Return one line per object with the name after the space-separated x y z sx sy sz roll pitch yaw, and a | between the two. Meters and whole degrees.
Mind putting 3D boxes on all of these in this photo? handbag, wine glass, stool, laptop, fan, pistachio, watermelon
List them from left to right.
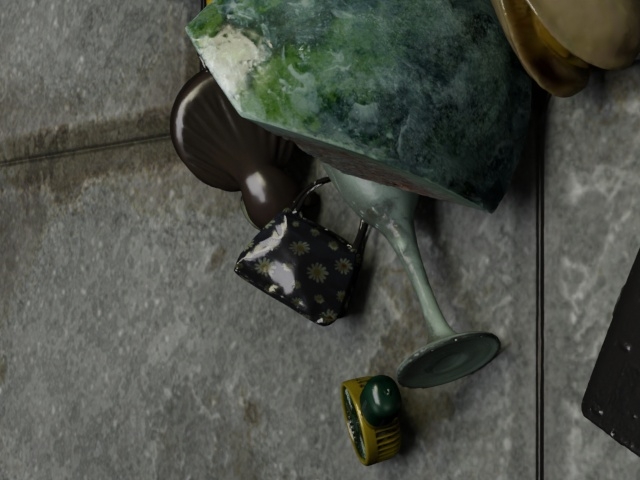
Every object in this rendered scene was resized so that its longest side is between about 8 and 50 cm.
-0.076 -0.092 1.712 0.217 0.125 0.121 61 175 -7 | stool
0.000 0.000 1.638 0.115 0.072 0.139 32 96 9 | handbag
0.052 0.157 1.542 0.155 0.039 0.082 108 147 -73 | fan
0.059 -0.138 1.482 0.289 0.320 0.214 49 146 0 | watermelon
0.137 -0.060 1.524 0.264 0.096 0.309 -29 62 18 | wine glass
0.193 -0.222 1.397 0.129 0.131 0.206 -37 63 51 | pistachio
0.288 0.080 1.336 0.154 0.026 0.207 36 114 44 | laptop

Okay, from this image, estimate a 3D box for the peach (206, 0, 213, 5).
-0.050 -0.245 1.693 0.151 0.118 0.151 3 103 12 | peach
